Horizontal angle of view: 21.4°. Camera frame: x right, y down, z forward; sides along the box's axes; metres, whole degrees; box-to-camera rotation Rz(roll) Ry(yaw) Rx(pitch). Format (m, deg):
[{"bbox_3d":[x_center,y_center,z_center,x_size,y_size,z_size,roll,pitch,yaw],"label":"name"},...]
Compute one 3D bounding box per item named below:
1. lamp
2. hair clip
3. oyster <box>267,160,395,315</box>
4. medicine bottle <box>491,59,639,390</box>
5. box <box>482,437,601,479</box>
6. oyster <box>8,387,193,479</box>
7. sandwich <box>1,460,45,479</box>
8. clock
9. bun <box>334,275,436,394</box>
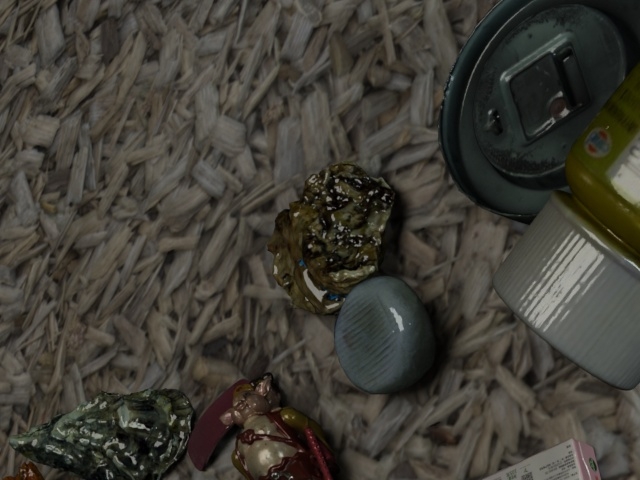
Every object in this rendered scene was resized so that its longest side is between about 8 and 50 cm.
[{"bbox_3d":[-0.054,0.244,2.041,0.118,0.118,0.253,-43,49,22],"label":"lamp"},{"bbox_3d":[-0.129,0.236,2.180,0.137,0.022,0.054,-50,42,15],"label":"hair clip"},{"bbox_3d":[0.000,0.000,2.114,0.223,0.083,0.214,-30,44,40],"label":"oyster"},{"bbox_3d":[0.360,-0.052,1.692,0.384,0.224,0.224,-53,45,12],"label":"medicine bottle"},{"bbox_3d":[0.238,0.274,1.793,0.125,0.043,0.089,-29,54,32],"label":"box"},{"bbox_3d":[-0.285,0.259,2.294,0.252,0.087,0.199,32,95,34],"label":"oyster"},{"bbox_3d":[-0.406,0.418,2.316,0.160,0.109,0.185,-41,43,-4],"label":"sandwich"},{"bbox_3d":[0.275,-0.163,1.941,0.312,0.061,0.313,-20,59,37],"label":"clock"},{"bbox_3d":[0.081,0.111,1.984,0.141,0.083,0.141,5,97,47],"label":"bun"}]
